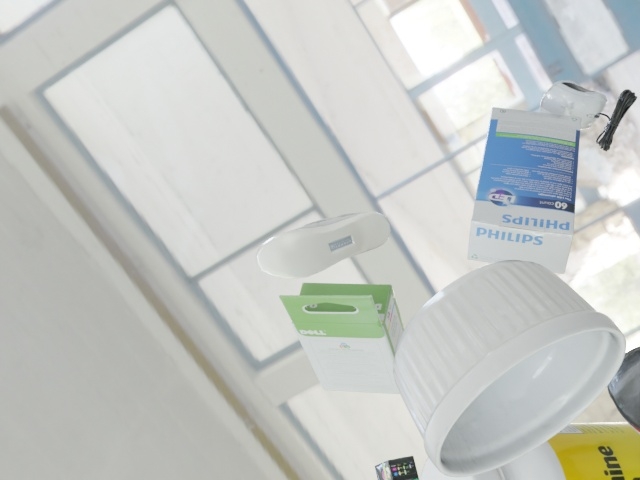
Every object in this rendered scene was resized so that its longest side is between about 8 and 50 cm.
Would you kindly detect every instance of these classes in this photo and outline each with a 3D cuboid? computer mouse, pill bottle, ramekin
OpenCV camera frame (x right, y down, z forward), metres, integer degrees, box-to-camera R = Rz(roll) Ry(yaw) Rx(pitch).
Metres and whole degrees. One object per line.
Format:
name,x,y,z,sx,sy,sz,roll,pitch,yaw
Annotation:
computer mouse,0.420,-0.200,1.426,0.193,0.106,0.042,5,-146,-37
pill bottle,0.297,0.316,1.095,0.334,0.188,0.188,3,-135,-22
ramekin,0.166,0.113,0.842,0.207,0.207,0.109,40,-167,-53

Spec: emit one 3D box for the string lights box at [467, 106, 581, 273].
string lights box,0.289,-0.078,1.273,0.076,0.133,0.259,88,-164,-44

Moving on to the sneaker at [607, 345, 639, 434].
sneaker,0.410,0.215,0.931,0.145,0.090,0.270,44,-179,-22

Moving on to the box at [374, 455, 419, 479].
box,0.135,0.417,1.548,0.062,0.052,0.083,130,131,-59

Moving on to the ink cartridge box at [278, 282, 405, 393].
ink cartridge box,0.035,0.101,1.059,0.209,0.109,0.062,68,-151,-48

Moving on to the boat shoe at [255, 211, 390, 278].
boat shoe,0.000,0.000,1.214,0.063,0.184,0.066,-149,37,-75
